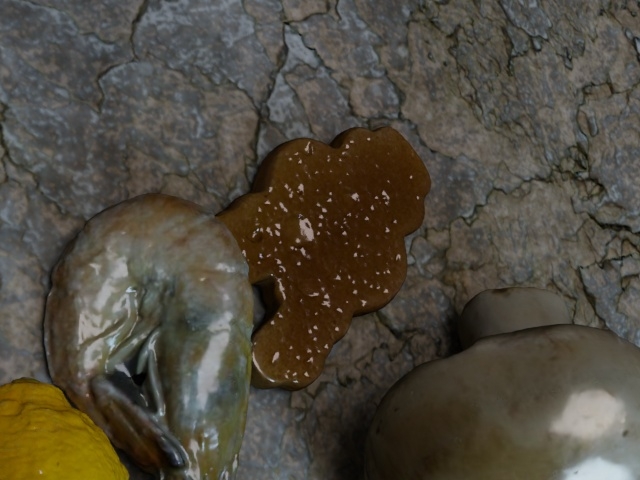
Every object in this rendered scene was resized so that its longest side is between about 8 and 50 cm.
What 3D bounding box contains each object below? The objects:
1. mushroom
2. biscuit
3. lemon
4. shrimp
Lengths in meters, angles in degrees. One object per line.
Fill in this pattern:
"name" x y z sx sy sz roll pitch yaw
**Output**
"mushroom" 0.168 0.166 1.089 0.292 0.292 0.290 24 29 -26
"biscuit" -0.002 0.001 1.128 0.295 0.044 0.186 -40 101 -36
"lemon" -0.206 0.188 0.861 0.142 0.142 0.187 10 66 -32
"shrimp" -0.140 0.115 0.975 0.168 0.077 0.317 4 75 -3
